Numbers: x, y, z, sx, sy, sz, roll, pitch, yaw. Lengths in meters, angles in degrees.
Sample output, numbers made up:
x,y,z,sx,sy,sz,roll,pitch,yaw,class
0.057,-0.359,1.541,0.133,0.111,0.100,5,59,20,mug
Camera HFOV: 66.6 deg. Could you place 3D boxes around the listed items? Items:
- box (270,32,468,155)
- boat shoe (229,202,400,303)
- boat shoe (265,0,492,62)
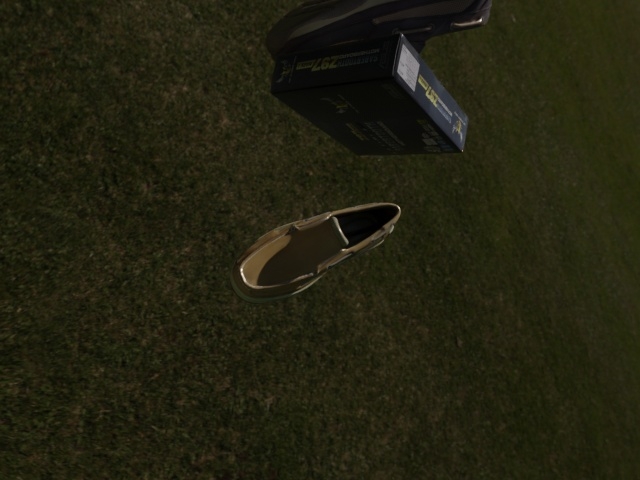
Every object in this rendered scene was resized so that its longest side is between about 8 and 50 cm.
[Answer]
x,y,z,sx,sy,sz,roll,pitch,yaw,class
0.074,-0.182,0.665,0.232,0.183,0.059,23,77,-53,box
0.000,0.000,0.481,0.190,0.072,0.068,-28,85,-30,boat shoe
0.100,-0.309,0.702,0.132,0.355,0.130,-114,-176,-58,boat shoe
